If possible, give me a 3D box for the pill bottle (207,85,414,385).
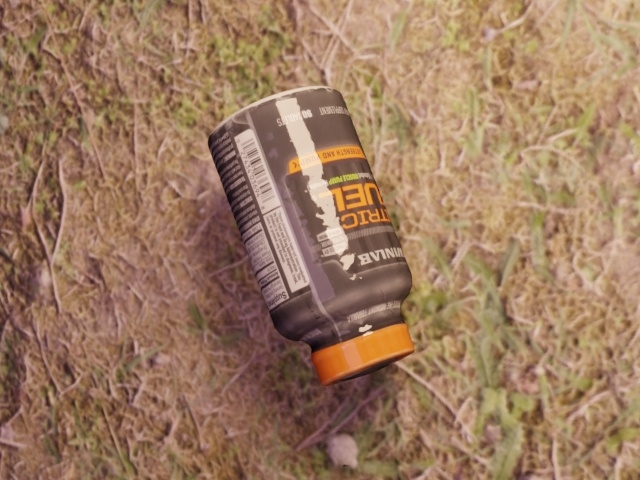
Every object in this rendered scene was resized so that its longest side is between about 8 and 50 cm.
[{"bbox_3d":[0.000,0.000,1.135,0.130,0.130,0.246,-25,80,26],"label":"pill bottle"}]
